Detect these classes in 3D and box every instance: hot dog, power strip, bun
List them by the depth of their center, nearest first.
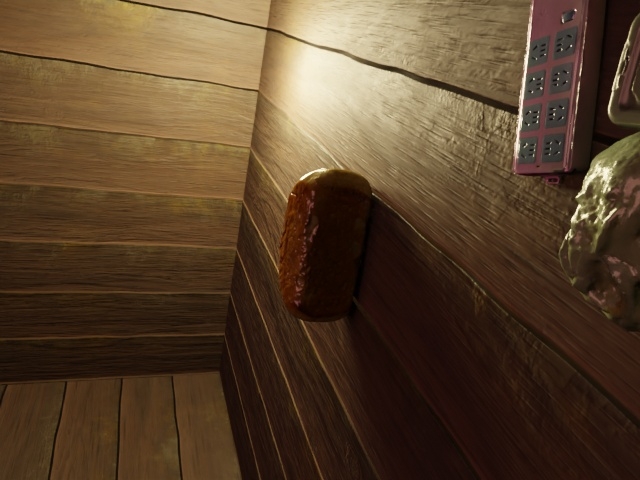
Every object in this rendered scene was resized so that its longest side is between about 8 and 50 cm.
[{"bbox_3d":[0.319,0.005,0.497,0.212,0.127,0.204,65,163,-3],"label":"bun"},{"bbox_3d":[0.328,-0.218,0.698,0.109,0.038,0.278,-164,77,-69],"label":"power strip"},{"bbox_3d":[-0.001,0.000,1.330,0.223,0.185,0.405,-139,55,-62],"label":"hot dog"}]

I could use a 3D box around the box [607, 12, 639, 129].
[{"bbox_3d":[0.382,-0.158,0.475,0.172,0.093,0.123,-140,56,-64],"label":"box"}]
